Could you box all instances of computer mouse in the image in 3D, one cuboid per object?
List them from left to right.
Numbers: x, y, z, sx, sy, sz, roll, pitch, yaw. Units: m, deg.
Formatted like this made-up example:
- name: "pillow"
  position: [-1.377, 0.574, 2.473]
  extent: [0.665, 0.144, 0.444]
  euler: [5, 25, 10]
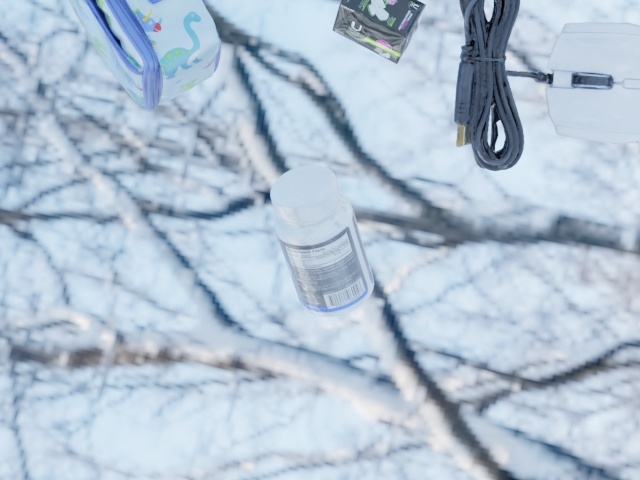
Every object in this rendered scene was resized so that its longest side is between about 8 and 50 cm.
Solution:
- name: "computer mouse"
  position: [0.159, -0.091, 1.019]
  extent: [0.193, 0.042, 0.106]
  euler: [-1, -85, -31]

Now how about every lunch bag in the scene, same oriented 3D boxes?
- name: "lunch bag"
  position: [-0.169, -0.226, 1.523]
  extent: [0.090, 0.219, 0.176]
  euler: [-30, -4, -11]

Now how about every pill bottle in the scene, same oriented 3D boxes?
- name: "pill bottle"
  position: [0.000, 0.000, 1.757]
  extent: [0.078, 0.078, 0.137]
  euler: [-52, -42, -37]

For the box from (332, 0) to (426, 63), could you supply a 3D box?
- name: "box"
  position: [0.064, -0.244, 1.998]
  extent: [0.052, 0.083, 0.062]
  euler: [-59, -6, -25]
